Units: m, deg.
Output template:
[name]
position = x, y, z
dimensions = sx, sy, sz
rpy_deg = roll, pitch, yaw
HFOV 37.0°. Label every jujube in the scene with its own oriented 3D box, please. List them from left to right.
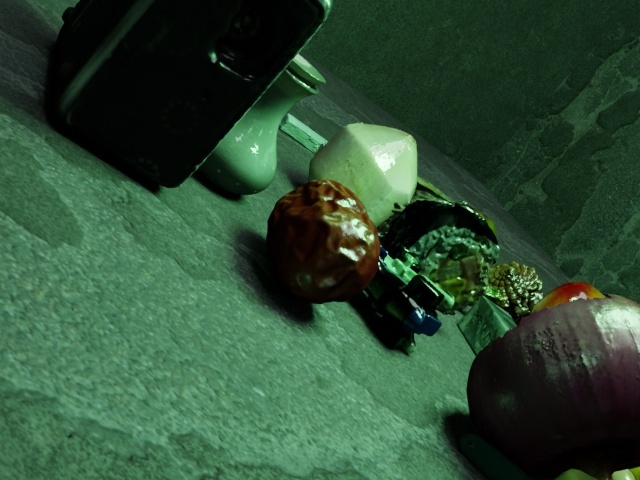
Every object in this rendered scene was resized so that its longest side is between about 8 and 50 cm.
[jujube]
position = 0.000, 0.000, 1.460
dimensions = 0.174, 0.174, 0.250
rpy_deg = 35, 18, -23

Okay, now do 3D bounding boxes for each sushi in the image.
[sushi]
position = 0.215, 0.014, 1.871
dimensions = 0.238, 0.225, 0.219
rpy_deg = 43, 7, -21

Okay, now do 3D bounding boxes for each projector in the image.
[projector]
position = -0.213, -0.344, 1.458
dimensions = 0.242, 0.395, 0.405
rpy_deg = 34, 18, -28

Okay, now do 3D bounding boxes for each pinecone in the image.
[pinecone]
position = 0.462, 0.135, 2.314
dimensions = 0.173, 0.173, 0.173
rpy_deg = 38, 15, -12

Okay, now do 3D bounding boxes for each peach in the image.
[peach]
position = 0.531, 0.203, 2.017
dimensions = 0.199, 0.243, 0.243
rpy_deg = 2, -7, 30

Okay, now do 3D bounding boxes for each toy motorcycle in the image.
[toy motorcycle]
position = 0.075, 0.044, 1.651
dimensions = 0.331, 0.125, 0.196
rpy_deg = 45, 16, 25

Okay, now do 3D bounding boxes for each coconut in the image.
[coconut]
position = 0.099, -0.141, 1.992
dimensions = 0.224, 0.234, 0.224
rpy_deg = 37, 10, -8

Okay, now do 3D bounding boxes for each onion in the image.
[onion]
position = 0.412, 0.247, 1.468
dimensions = 0.358, 0.358, 0.345
rpy_deg = 33, 19, -29

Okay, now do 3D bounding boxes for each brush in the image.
[brush]
position = 0.285, 0.358, 1.432
dimensions = 0.193, 0.043, 0.032
rpy_deg = 41, -4, 4

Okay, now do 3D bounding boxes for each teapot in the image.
[teapot]
position = -0.111, -0.208, 1.614
dimensions = 0.183, 0.251, 0.183
rpy_deg = 37, 16, -12

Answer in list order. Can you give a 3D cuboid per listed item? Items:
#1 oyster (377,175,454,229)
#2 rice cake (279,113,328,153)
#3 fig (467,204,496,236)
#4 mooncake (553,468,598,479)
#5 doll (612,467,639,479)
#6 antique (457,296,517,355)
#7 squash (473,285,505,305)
[oyster]
position = 0.205, -0.045, 2.089
dimensions = 0.275, 0.100, 0.271
rpy_deg = 51, -25, 5
[rice cake]
position = -0.002, -0.234, 2.379
dimensions = 0.245, 0.042, 0.045
rpy_deg = 33, 29, -28
[fig]
position = 0.349, -0.001, 2.382
dimensions = 0.181, 0.181, 0.191
rpy_deg = 39, 41, -9
[mooncake]
position = 0.351, 0.428, 1.167
dimensions = 0.284, 0.155, 0.284
rpy_deg = 39, 13, -10
[doll]
position = 0.550, 0.406, 1.756
dimensions = 0.348, 0.161, 0.423
rpy_deg = 15, 27, -38
[antique]
position = 0.362, 0.202, 1.970
dimensions = 0.086, 0.088, 0.183
rpy_deg = 34, 16, -29
[squash]
position = 0.309, 0.111, 2.130
dimensions = 0.200, 0.075, 0.090
rpy_deg = 20, -5, 3
